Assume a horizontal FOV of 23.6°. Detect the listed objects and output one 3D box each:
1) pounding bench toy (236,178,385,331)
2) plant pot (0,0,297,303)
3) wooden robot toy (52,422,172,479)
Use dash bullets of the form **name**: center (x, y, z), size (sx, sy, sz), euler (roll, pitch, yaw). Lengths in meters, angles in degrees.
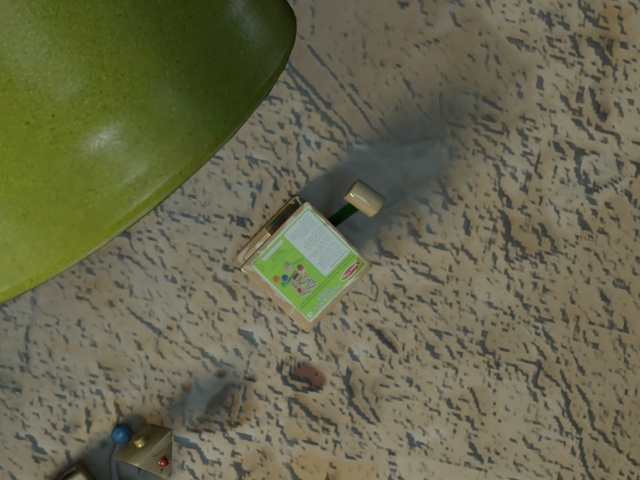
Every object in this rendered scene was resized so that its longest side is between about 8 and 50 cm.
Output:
- **pounding bench toy**: center (0.000, 0.000, 0.863), size (0.052, 0.065, 0.083), euler (44, 90, -9)
- **plant pot**: center (-0.200, -0.166, 0.699), size (0.366, 0.366, 0.353), euler (-38, 111, -1)
- **wooden robot toy**: center (-0.137, 0.179, 0.871), size (0.173, 0.076, 0.079), euler (-35, 111, -1)
